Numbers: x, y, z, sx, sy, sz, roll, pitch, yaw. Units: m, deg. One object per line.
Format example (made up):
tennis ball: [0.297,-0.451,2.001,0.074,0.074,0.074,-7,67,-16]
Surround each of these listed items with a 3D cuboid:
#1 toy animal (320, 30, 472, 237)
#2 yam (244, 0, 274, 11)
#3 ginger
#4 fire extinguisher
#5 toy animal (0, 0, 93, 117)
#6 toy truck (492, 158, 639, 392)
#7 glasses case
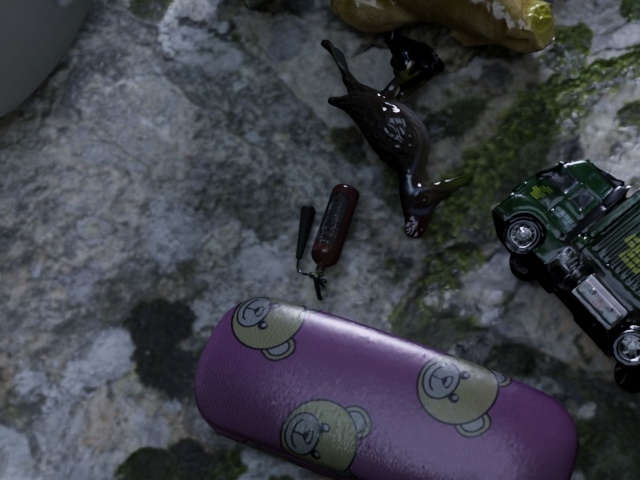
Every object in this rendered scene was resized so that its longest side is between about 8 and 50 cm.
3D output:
toy animal: [0.066,-0.096,1.603,0.105,0.070,0.202,-18,72,11]
yam: [-0.006,-0.325,1.655,0.254,0.154,0.154,-38,67,-9]
ginger: [0.113,-0.230,1.630,0.205,0.081,0.115,12,81,13]
fire extinguisher: [-0.002,-0.003,1.579,0.046,0.032,0.100,18,64,4]
toy animal: [-0.400,-0.256,1.661,0.367,0.196,0.241,41,79,19]
toy truck: [0.257,0.044,1.491,0.121,0.088,0.259,-39,68,-7]
glasses case: [0.050,0.139,1.485,0.316,0.076,0.123,19,72,16]
